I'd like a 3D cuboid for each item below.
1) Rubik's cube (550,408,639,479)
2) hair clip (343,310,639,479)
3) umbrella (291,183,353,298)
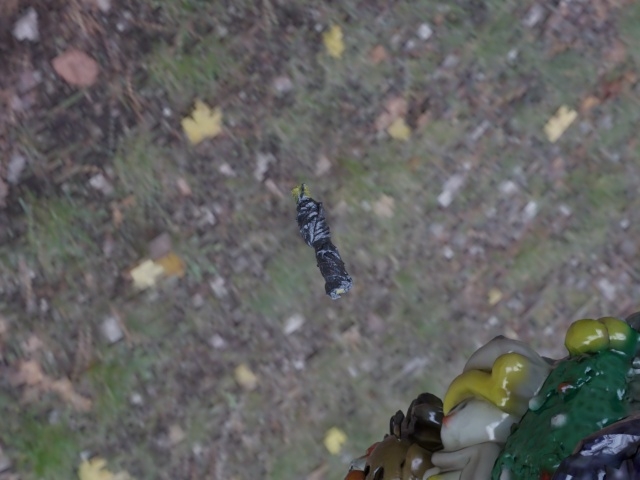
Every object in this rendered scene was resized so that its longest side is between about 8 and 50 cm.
[{"bbox_3d":[0.219,0.210,0.510,0.307,0.305,0.310,-13,133,-44],"label":"Rubik's cube"},{"bbox_3d":[0.062,0.112,0.712,0.091,0.321,0.138,28,65,-3],"label":"hair clip"},{"bbox_3d":[0.000,0.000,1.884,0.037,0.144,0.040,-14,157,-20],"label":"umbrella"}]
